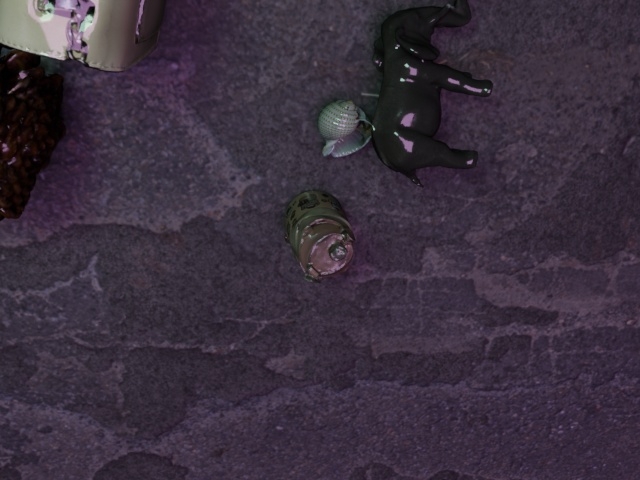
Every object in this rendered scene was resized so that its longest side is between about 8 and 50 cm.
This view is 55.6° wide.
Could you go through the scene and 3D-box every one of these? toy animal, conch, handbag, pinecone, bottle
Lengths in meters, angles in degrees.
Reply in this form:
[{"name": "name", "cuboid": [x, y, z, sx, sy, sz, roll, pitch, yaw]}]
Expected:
[{"name": "toy animal", "cuboid": [0.138, -0.195, 0.770, 0.146, 0.114, 0.244, 8, 81, -16]}, {"name": "conch", "cuboid": [0.031, -0.154, 0.817, 0.076, 0.056, 0.085, 6, 153, -23]}, {"name": "handbag", "cuboid": [-0.209, -0.362, 0.578, 0.160, 0.236, 0.358, 11, 112, -17]}, {"name": "pinecone", "cuboid": [-0.401, -0.128, 0.670, 0.222, 0.221, 0.221, -4, 115, -8]}, {"name": "bottle", "cuboid": [0.000, -0.001, 0.829, 0.099, 0.152, 0.098, -4, 117, -8]}]
